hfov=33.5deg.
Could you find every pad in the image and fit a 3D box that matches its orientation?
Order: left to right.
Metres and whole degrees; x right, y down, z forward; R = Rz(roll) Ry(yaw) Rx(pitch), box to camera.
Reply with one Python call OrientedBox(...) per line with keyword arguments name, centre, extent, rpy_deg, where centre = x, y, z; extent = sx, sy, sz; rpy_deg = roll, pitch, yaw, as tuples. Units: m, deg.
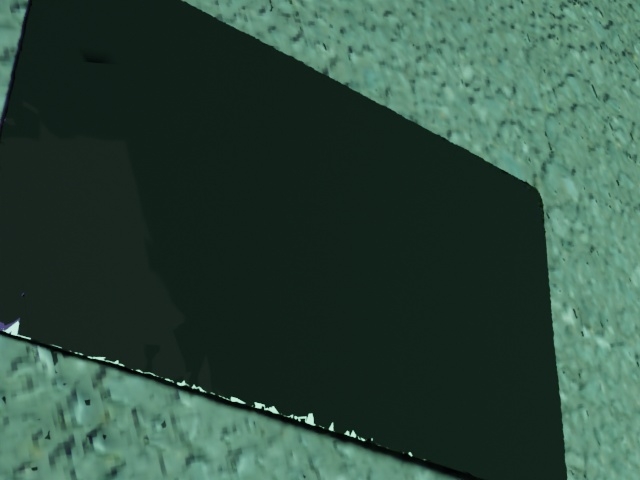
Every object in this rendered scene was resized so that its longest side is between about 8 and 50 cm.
OrientedBox(name="pad", centre=(0.000, 0.000, 0.417), extent=(0.265, 0.009, 0.159), rpy_deg=(23, 54, -31))
